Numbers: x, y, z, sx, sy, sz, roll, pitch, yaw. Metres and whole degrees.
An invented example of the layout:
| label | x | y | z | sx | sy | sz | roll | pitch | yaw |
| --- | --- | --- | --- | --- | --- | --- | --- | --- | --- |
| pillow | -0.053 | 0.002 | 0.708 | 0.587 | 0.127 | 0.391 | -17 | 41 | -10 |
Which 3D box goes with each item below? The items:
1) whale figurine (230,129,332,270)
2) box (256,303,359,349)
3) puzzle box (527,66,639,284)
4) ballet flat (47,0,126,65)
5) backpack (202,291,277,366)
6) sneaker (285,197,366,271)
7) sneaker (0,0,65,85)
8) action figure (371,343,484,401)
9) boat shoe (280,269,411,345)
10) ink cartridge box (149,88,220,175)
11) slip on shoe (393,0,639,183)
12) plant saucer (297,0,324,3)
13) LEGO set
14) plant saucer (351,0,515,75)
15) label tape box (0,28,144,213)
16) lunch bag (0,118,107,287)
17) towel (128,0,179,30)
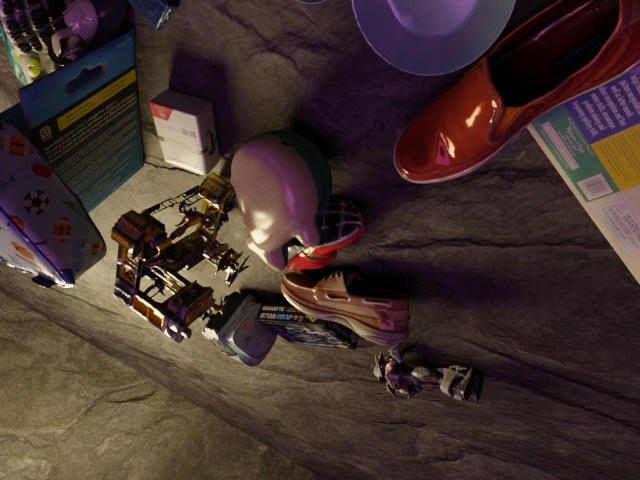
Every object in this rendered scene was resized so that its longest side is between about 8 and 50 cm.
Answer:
| label | x | y | z | sx | sy | sz | roll | pitch | yaw |
| --- | --- | --- | --- | --- | --- | --- | --- | --- | --- |
| whale figurine | -0.067 | -0.069 | 0.770 | 0.216 | 0.141 | 0.272 | 38 | 140 | 22 |
| box | -0.033 | 0.227 | 1.129 | 0.220 | 0.051 | 0.175 | -4 | 147 | 34 |
| puzzle box | 0.476 | -0.083 | 0.517 | 0.409 | 0.052 | 0.272 | 44 | 139 | -19 |
| ballet flat | -0.397 | -0.349 | 0.712 | 0.203 | 0.074 | 0.074 | -16 | 124 | 38 |
| backpack | -0.205 | 0.257 | 1.203 | 0.144 | 0.166 | 0.188 | 8 | 141 | 37 |
| sneaker | 0.000 | 0.000 | 0.877 | 0.118 | 0.108 | 0.279 | 29 | 149 | -32 |
| sneaker | -0.527 | -0.371 | 0.757 | 0.110 | 0.107 | 0.275 | 38 | 141 | 2 |
| action figure | 0.255 | 0.346 | 1.093 | 0.284 | 0.099 | 0.185 | -1 | 140 | 37 |
| boat shoe | 0.055 | 0.120 | 0.959 | 0.324 | 0.123 | 0.117 | 17 | 107 | 27 |
| ink cartridge box | -0.251 | -0.203 | 0.810 | 0.099 | 0.056 | 0.135 | 19 | 140 | 11 |
| slip on shoe | 0.205 | -0.172 | 0.505 | 0.101 | 0.123 | 0.331 | -2 | 161 | -41 |
| plant saucer | -0.015 | -0.359 | 0.526 | 0.119 | 0.021 | 0.119 | 16 | 140 | 14 |
| LEGO set | -0.228 | 0.034 | 0.832 | 0.192 | 0.331 | 0.255 | 33 | 118 | 9 |
| plant saucer | 0.128 | -0.292 | 0.489 | 0.194 | 0.037 | 0.195 | 22 | 137 | 22 |
| label tape box | -0.446 | -0.207 | 0.776 | 0.105 | 0.241 | 0.334 | 28 | 141 | 3 |
| lunch bag | -0.508 | -0.055 | 0.698 | 0.243 | 0.115 | 0.304 | 14 | 138 | 21 |
| towel | -0.277 | -0.383 | 0.647 | 0.119 | 0.029 | 0.067 | 45 | 139 | -21 |
